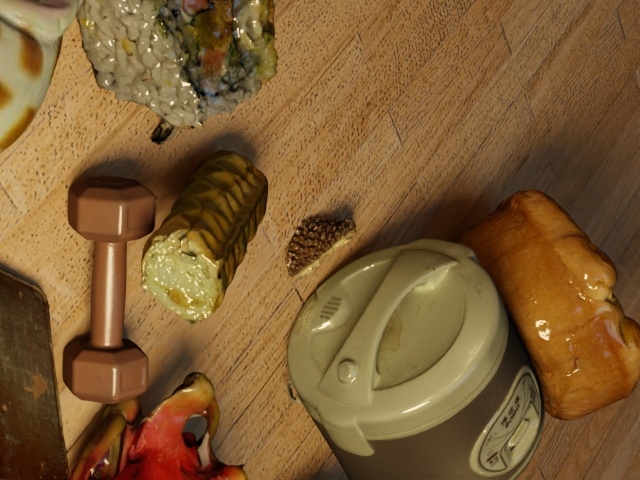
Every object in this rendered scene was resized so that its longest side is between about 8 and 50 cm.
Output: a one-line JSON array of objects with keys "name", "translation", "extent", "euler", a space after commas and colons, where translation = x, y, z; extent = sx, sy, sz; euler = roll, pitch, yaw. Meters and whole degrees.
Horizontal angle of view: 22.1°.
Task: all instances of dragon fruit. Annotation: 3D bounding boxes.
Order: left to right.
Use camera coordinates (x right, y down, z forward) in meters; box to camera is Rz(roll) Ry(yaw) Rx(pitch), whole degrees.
[{"name": "dragon fruit", "translation": [-0.175, 0.311, 1.719], "extent": [0.307, 0.227, 0.243], "euler": [-63, 145, -37]}]

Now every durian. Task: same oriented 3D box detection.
[{"name": "durian", "translation": [0.008, 0.005, 1.972], "extent": [0.130, 0.052, 0.066], "euler": [-35, 130, -41]}]

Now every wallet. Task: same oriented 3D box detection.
[{"name": "wallet", "translation": [-0.292, 0.135, 1.554], "extent": [0.122, 0.031, 0.232], "euler": [32, 40, -52]}]

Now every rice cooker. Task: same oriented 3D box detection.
[{"name": "rice cooker", "translation": [0.119, 0.164, 1.984], "extent": [0.288, 0.288, 0.277], "euler": [-53, 137, -27]}]

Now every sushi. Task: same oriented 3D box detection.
[{"name": "sushi", "translation": [-0.135, -0.215, 1.647], "extent": [0.184, 0.139, 0.274], "euler": [-42, 132, -33]}]

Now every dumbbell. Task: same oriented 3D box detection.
[{"name": "dumbbell", "translation": [-0.217, 0.050, 1.678], "extent": [0.092, 0.082, 0.231], "euler": [-12, 111, -50]}]

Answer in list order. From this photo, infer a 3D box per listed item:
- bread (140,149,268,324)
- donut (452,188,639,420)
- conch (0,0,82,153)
[{"name": "bread", "translation": [-0.114, -0.015, 1.711], "extent": [0.098, 0.087, 0.269], "euler": [43, 25, -10]}, {"name": "donut", "translation": [0.297, 0.085, 2.148], "extent": [0.150, 0.317, 0.299], "euler": [-30, 91, -7]}, {"name": "conch", "translation": [-0.351, -0.166, 1.354], "extent": [0.368, 0.197, 0.249], "euler": [-27, 85, -39]}]
